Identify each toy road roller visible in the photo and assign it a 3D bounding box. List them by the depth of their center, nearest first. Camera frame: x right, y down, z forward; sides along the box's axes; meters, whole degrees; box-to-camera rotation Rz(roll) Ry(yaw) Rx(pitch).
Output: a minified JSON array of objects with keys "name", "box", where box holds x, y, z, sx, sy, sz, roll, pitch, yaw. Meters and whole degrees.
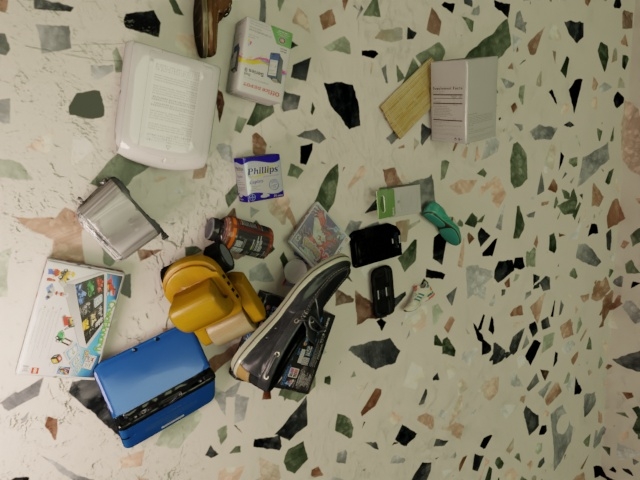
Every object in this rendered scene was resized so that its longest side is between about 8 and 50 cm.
[{"name":"toy road roller","box":[-0.308,0.187,1.345,0.202,0.241,0.330,-25,117,5]}]

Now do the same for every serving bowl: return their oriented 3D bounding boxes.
[{"name":"serving bowl","box":[-0.089,0.101,1.595,0.083,0.027,0.083,-6,102,-29]}]

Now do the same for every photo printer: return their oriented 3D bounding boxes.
[{"name":"photo printer","box":[-0.415,-0.348,1.298,0.256,0.107,0.308,6,95,-32]}]

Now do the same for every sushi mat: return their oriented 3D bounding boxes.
[{"name":"sushi mat","box":[0.355,-0.535,1.792,0.316,0.019,0.151,-46,119,-17]}]

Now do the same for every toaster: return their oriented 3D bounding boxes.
[{"name":"toaster","box":[-0.532,-0.047,1.266,0.146,0.129,0.227,-42,119,-15]}]

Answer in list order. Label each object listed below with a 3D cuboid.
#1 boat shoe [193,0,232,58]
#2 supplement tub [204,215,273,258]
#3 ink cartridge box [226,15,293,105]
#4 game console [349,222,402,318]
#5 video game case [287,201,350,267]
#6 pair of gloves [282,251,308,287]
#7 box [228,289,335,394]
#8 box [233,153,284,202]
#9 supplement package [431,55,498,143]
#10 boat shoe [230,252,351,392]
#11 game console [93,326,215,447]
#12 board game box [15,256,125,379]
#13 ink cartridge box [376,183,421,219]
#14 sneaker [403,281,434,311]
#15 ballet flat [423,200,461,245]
[{"name":"boat shoe","box":[-0.293,-0.662,1.320,0.104,0.110,0.307,-4,100,-30]},{"name":"supplement tub","box":[-0.249,-0.014,1.456,0.197,0.106,0.106,17,89,-32]},{"name":"ink cartridge box","box":[-0.182,-0.527,1.422,0.154,0.093,0.213,8,95,-33]},{"name":"game console","box":[0.218,0.122,1.803,0.213,0.044,0.362,-13,104,-28]},{"name":"video game case","box":[0.000,0.000,1.640,0.201,0.023,0.183,47,63,-28]},{"name":"pair of gloves","box":[-0.040,0.100,1.651,0.159,0.023,0.198,22,87,-32]},{"name":"box","box":[-0.122,0.347,1.611,0.293,0.073,0.296,22,85,-30]},{"name":"box","box":[-0.190,-0.195,1.482,0.126,0.072,0.137,-13,104,-30]},{"name":"supplement package","box":[0.538,-0.530,1.795,0.177,0.175,0.293,-18,114,-30]},{"name":"boat shoe","box":[-0.056,0.251,1.472,0.500,0.156,0.187,-48,157,-14]},{"name":"game console","box":[-0.477,0.426,1.405,0.293,0.173,0.250,-24,147,-31]},{"name":"board game box","box":[-0.661,0.211,1.269,0.193,0.053,0.305,16,89,-33]},{"name":"ink cartridge box","box":[0.277,-0.147,1.782,0.209,0.062,0.109,-11,104,-29]},{"name":"sneaker","box":[0.384,0.225,1.921,0.161,0.057,0.075,-30,95,-23]},{"name":"ballet flat","box":[0.505,-0.076,1.926,0.247,0.083,0.087,39,63,-32]}]
